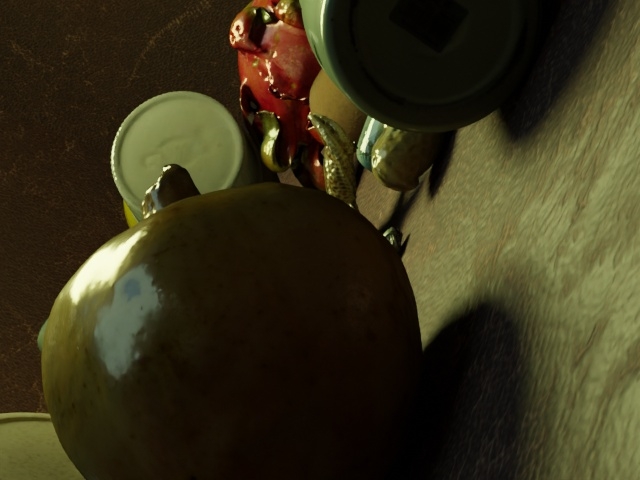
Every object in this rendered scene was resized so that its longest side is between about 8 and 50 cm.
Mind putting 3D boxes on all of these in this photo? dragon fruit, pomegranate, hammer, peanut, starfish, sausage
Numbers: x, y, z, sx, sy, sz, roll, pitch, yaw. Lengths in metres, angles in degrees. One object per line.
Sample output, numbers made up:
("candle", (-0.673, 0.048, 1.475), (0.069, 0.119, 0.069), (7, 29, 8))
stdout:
("dragon fruit", (-0.009, -0.229, 2.281), (0.243, 0.227, 0.307), (-45, 57, 29))
("pomegranate", (-0.078, 0.086, 1.436), (0.342, 0.342, 0.342), (-158, 90, -82))
("hammer", (0.079, -0.122, 1.966), (0.194, 0.070, 0.116), (141, 149, -83))
("peanut", (0.096, -0.126, 1.798), (0.080, 0.080, 0.174), (126, 165, -59))
("starfish", (0.021, -0.026, 1.908), (0.277, 0.062, 0.235), (-99, 1, -50))
("sausage", (0.067, -0.199, 2.039), (0.253, 0.123, 0.123), (127, 163, -61))

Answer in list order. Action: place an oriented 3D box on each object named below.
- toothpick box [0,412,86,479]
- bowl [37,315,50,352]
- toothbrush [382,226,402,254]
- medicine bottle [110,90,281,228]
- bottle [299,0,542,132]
("toothpick box", (-0.299, 0.426, 1.760), (0.409, 0.409, 0.425), (-95, 21, -73))
("bowl", (-0.182, 0.144, 2.283), (0.185, 0.354, 0.354), (62, 152, 16))
("toothbrush", (0.023, 0.102, 1.852), (0.028, 0.026, 0.294), (-103, 34, -50))
("medicine bottle", (-0.166, -0.056, 2.422), (0.384, 0.224, 0.224), (68, -139, -71))
("bottle", (0.081, -0.234, 1.672), (0.351, 0.229, 0.229), (-124, 56, -73))
